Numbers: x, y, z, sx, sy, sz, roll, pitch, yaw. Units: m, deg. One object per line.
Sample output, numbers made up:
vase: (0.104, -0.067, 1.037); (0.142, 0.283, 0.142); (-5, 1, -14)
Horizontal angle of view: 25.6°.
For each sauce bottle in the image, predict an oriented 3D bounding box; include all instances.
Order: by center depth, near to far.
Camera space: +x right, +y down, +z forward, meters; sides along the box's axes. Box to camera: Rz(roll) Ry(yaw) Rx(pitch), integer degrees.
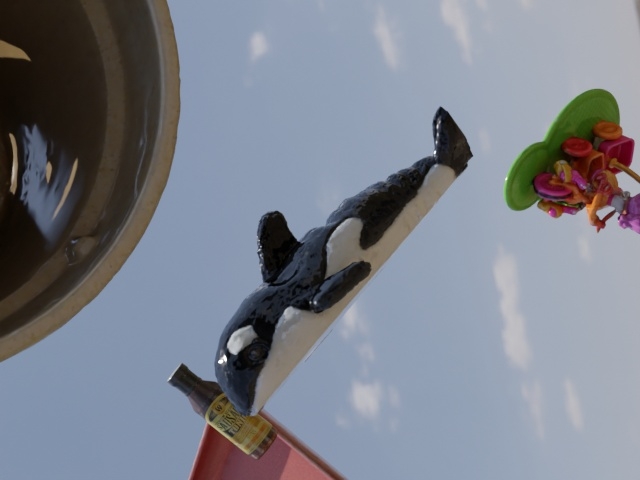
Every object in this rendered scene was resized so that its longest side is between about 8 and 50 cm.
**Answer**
sauce bottle: (-0.105, 0.179, 1.481); (0.128, 0.042, 0.042); (37, -156, -4)

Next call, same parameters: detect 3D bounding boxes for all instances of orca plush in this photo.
orca plush: (0.000, 0.000, 1.115); (0.102, 0.287, 0.151); (40, 177, 5)

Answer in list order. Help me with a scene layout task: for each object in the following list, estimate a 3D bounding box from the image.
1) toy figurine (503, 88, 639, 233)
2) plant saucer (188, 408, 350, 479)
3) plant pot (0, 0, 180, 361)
toy figurine: (0.287, -0.049, 1.323); (0.173, 0.159, 0.130); (-26, -48, -35)
plant saucer: (-0.040, 0.323, 1.574); (0.047, 0.259, 0.258); (-24, -38, -47)
plant pot: (-0.283, -0.068, 0.866); (0.305, 0.333, 0.334); (158, 102, -69)
